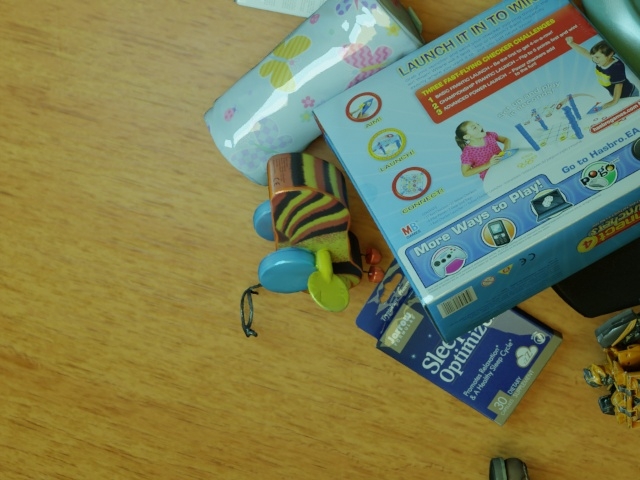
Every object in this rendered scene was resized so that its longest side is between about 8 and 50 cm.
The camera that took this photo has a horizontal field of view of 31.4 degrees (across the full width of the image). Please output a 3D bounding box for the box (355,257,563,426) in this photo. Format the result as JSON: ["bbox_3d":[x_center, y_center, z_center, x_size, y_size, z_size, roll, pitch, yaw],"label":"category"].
[{"bbox_3d":[0.166,0.114,1.405,0.225,0.036,0.136,32,105,3],"label":"box"}]

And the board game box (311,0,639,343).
[{"bbox_3d":[0.188,-0.094,1.197,0.308,0.086,0.302,-29,51,2],"label":"board game box"}]

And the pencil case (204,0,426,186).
[{"bbox_3d":[-0.007,-0.182,1.319,0.273,0.124,0.113,-41,50,17],"label":"pencil case"}]

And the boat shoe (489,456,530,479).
[{"bbox_3d":[0.277,0.401,1.419,0.104,0.110,0.307,-9,110,7],"label":"boat shoe"}]

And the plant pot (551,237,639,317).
[{"bbox_3d":[0.325,-0.021,1.265,0.188,0.187,0.167,-17,136,11],"label":"plant pot"}]

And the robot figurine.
[{"bbox_3d":[0.448,0.133,1.297,0.291,0.085,0.211,-14,134,3],"label":"robot figurine"}]

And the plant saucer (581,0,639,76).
[{"bbox_3d":[0.437,-0.293,1.207,0.318,0.043,0.317,-1,77,6],"label":"plant saucer"}]

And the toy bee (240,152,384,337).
[{"bbox_3d":[0.000,0.000,1.331,0.162,0.298,0.195,-1,76,-11],"label":"toy bee"}]

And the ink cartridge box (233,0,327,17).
[{"bbox_3d":[-0.002,-0.335,1.343,0.179,0.045,0.145,9,104,-12],"label":"ink cartridge box"}]
